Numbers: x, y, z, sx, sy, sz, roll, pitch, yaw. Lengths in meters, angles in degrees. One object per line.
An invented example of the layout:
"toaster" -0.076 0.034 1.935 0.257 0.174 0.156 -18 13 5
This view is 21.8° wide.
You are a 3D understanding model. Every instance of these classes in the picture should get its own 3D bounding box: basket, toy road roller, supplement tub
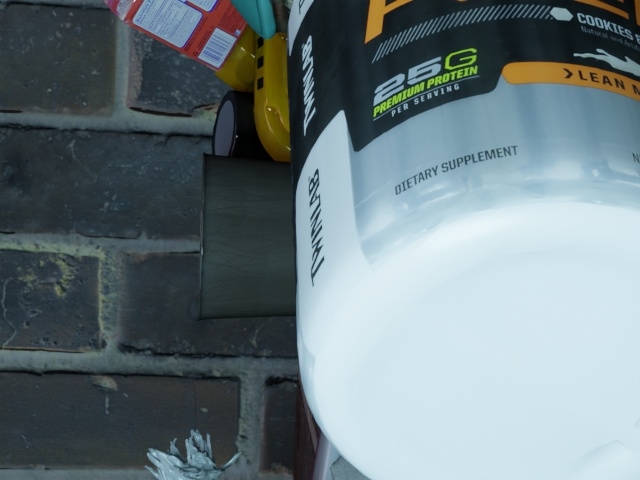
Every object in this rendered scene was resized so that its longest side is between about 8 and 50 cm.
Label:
"basket" 0.000 0.000 1.554 0.204 0.226 0.154 -104 16 -76
"toy road roller" 0.014 -0.213 1.763 0.240 0.202 0.330 131 143 -59
"supplement tub" 0.081 -0.046 0.777 0.316 0.193 0.194 -94 8 -49

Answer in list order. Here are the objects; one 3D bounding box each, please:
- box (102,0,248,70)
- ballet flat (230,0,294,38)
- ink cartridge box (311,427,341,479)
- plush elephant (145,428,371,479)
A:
"box" -0.108 -0.324 1.706 0.257 0.128 0.122 -58 33 11
"ballet flat" -0.018 -0.235 0.968 0.164 0.182 0.483 54 -176 6
"ink cartridge box" 0.025 0.244 1.833 0.330 0.071 0.324 110 170 -77
"plush elephant" 0.005 0.311 1.453 0.255 0.272 0.330 1 126 52
